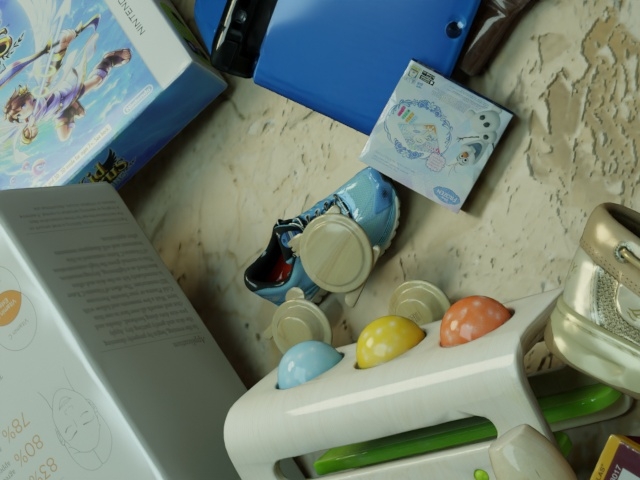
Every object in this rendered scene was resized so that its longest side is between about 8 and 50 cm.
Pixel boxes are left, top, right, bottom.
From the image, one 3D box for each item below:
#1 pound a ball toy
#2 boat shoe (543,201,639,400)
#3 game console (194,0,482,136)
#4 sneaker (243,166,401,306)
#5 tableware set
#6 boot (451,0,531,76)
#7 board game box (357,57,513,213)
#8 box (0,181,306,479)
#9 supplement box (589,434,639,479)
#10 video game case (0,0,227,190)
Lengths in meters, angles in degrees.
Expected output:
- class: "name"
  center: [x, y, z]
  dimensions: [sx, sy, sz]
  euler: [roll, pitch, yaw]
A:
- class: "pound a ball toy"
  center: [0.067, 0.127, 1.293]
  dimensions: [0.319, 0.208, 0.136]
  euler: [-18, 102, 39]
- class: "boat shoe"
  center: [0.302, 0.077, 1.129]
  dimensions: [0.341, 0.121, 0.110]
  euler: [23, 107, 24]
- class: "game console"
  center: [0.030, -0.260, 1.499]
  dimensions: [0.250, 0.173, 0.293]
  euler: [-115, 44, -67]
- class: "sneaker"
  center: [0.000, 0.000, 1.489]
  dimensions: [0.162, 0.073, 0.063]
  euler: [-46, 55, 26]
- class: "tableware set"
  center: [0.031, 0.065, 1.451]
  dimensions: [0.168, 0.020, 0.141]
  euler: [38, 117, 14]
- class: "boot"
  center: [0.120, -0.198, 1.447]
  dimensions: [0.114, 0.037, 0.106]
  euler: [-53, 50, 27]
- class: "board game box"
  center: [0.089, -0.081, 1.427]
  dimensions: [0.090, 0.020, 0.090]
  euler: [29, 104, 1]
- class: "box"
  center: [-0.197, 0.153, 1.519]
  dimensions: [0.215, 0.168, 0.345]
  euler: [-43, 72, 28]
- class: "supplement box"
  center: [0.241, 0.189, 1.160]
  dimensions: [0.081, 0.188, 0.104]
  euler: [31, 103, 40]
- class: "video game case"
  center: [-0.246, -0.138, 1.694]
  dimensions: [0.269, 0.061, 0.244]
  euler: [-42, 52, 10]
